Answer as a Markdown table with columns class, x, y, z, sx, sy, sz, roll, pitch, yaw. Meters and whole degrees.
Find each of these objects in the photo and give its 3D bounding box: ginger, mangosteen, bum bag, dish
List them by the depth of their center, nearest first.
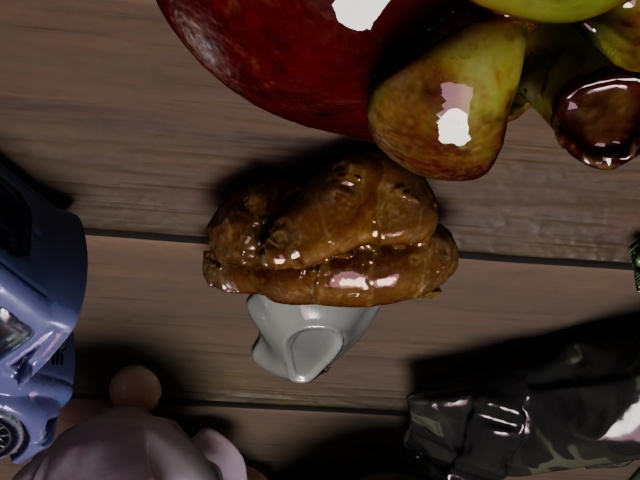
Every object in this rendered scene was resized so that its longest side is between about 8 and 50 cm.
| class | x | y | z | sx | sy | sz | roll | pitch | yaw |
| --- | --- | --- | --- | --- | --- | --- | --- | --- | --- |
| mangosteen | 0.047 | -0.120 | 0.473 | 0.215 | 0.257 | 0.215 | -20 | 136 | -20 |
| ginger | 0.000 | 0.000 | 0.761 | 0.162 | 0.073 | 0.103 | -7 | 140 | 7 |
| dish | -0.008 | 0.067 | 0.870 | 0.091 | 0.039 | 0.137 | 9 | 138 | -14 |
| bum bag | 0.208 | 0.116 | 0.898 | 0.340 | 0.095 | 0.144 | -13 | 144 | 28 |

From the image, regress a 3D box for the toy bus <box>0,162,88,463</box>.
| class | x | y | z | sx | sy | sz | roll | pitch | yaw |
| --- | --- | --- | --- | --- | --- | --- | --- | --- | --- |
| toy bus | -0.232 | 0.004 | 0.717 | 0.133 | 0.125 | 0.292 | -30 | 131 | 18 |

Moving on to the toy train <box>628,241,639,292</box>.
| class | x | y | z | sx | sy | sz | roll | pitch | yaw |
| --- | --- | --- | --- | --- | --- | --- | --- | --- | --- |
| toy train | 0.248 | 0.009 | 0.812 | 0.093 | 0.038 | 0.056 | 5 | 138 | -8 |

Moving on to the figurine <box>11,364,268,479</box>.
| class | x | y | z | sx | sy | sz | roll | pitch | yaw |
| --- | --- | --- | --- | --- | --- | --- | --- | --- | --- |
| figurine | -0.121 | 0.194 | 0.915 | 0.133 | 0.200 | 0.276 | 7 | 172 | 15 |

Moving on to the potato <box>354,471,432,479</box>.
| class | x | y | z | sx | sy | sz | roll | pitch | yaw |
| --- | --- | --- | --- | --- | --- | --- | --- | --- | --- |
| potato | 0.034 | 0.267 | 1.003 | 0.186 | 0.148 | 0.253 | -20 | 167 | -9 |

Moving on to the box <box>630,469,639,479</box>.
| class | x | y | z | sx | sy | sz | roll | pitch | yaw |
| --- | --- | --- | --- | --- | --- | --- | --- | --- | --- |
| box | 0.295 | 0.359 | 0.985 | 0.090 | 0.367 | 0.373 | 10 | 140 | -12 |
